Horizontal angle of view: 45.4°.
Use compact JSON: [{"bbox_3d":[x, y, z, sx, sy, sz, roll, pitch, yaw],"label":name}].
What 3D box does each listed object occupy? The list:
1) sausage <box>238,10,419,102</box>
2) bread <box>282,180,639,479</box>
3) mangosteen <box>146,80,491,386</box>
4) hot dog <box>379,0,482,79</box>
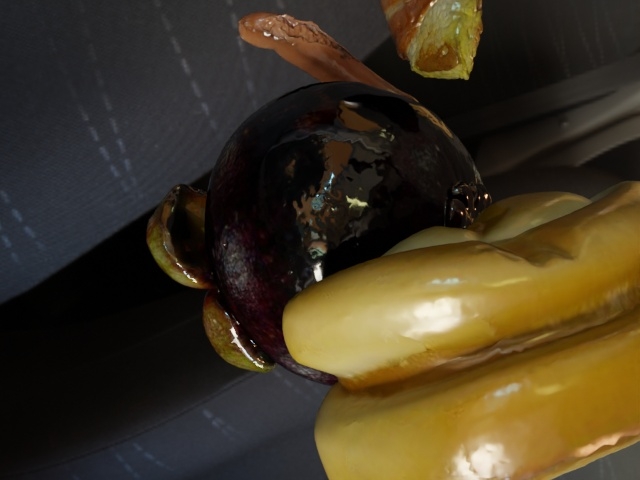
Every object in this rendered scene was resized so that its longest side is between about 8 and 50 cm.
[{"bbox_3d":[0.019,-0.251,1.128,0.304,0.078,0.078,32,45,-11],"label":"sausage"},{"bbox_3d":[0.182,0.095,0.716,0.245,0.424,0.329,62,-24,21],"label":"bread"},{"bbox_3d":[0.000,0.000,0.960,0.382,0.435,0.382,13,74,-53],"label":"mangosteen"},{"bbox_3d":[0.135,-0.283,0.910,0.093,0.123,0.262,5,59,-35],"label":"hot dog"}]
